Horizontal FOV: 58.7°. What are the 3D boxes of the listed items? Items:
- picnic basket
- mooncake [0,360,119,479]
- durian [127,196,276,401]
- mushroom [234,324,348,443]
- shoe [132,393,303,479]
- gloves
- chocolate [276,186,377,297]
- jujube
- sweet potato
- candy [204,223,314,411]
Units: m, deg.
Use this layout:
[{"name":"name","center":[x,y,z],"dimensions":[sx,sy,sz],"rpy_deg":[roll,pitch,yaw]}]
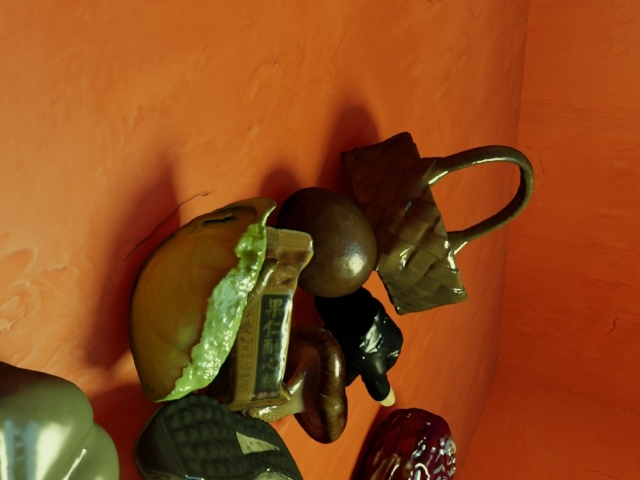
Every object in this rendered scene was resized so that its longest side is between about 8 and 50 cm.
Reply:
[{"name":"picnic basket","center":[0.233,-0.057,1.034],"dimensions":[0.337,0.337,0.293],"rpy_deg":[-67,152,-20]},{"name":"mooncake","center":[-0.282,0.228,0.447],"dimensions":[0.275,0.135,0.275],"rpy_deg":[-27,120,-59]},{"name":"durian","center":[-0.137,0.060,0.646],"dimensions":[0.101,0.139,0.250],"rpy_deg":[52,56,-65]},{"name":"mushroom","center":[-0.063,0.267,0.929],"dimensions":[0.217,0.148,0.227],"rpy_deg":[-24,114,-37]},{"name":"shoe","center":[-0.159,0.306,0.722],"dimensions":[0.171,0.132,0.336],"rpy_deg":[-38,148,2]},{"name":"gloves","center":[0.076,0.201,1.056],"dimensions":[0.152,0.197,0.301],"rpy_deg":[-19,145,-20]},{"name":"chocolate","center":[0.000,0.000,0.872],"dimensions":[0.177,0.176,0.177],"rpy_deg":[-35,131,-53]},{"name":"jujube","center":[0.213,0.630,1.487],"dimensions":[0.258,0.258,0.377],"rpy_deg":[60,42,-53]},{"name":"sweet potato","center":[-0.134,0.110,0.718],"dimensions":[0.059,0.069,0.249],"rpy_deg":[25,106,-42]},{"name":"candy","center":[-0.086,0.106,0.793],"dimensions":[0.143,0.101,0.271],"rpy_deg":[2,99,-20]}]
